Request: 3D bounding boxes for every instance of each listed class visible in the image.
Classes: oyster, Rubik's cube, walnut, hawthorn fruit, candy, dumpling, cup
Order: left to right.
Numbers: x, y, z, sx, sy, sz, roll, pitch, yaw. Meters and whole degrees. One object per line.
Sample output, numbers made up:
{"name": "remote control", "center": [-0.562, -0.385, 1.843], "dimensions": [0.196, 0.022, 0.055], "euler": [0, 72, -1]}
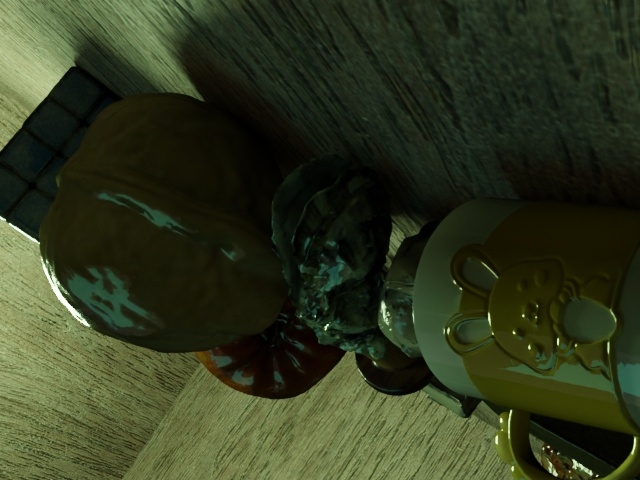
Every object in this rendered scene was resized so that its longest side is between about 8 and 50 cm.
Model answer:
{"name": "Rubik's cube", "center": [-0.507, -0.120, 1.311], "dimensions": [0.337, 0.345, 0.343], "euler": [38, 170, -15]}
{"name": "walnut", "center": [-0.200, -0.018, 0.838], "dimensions": [0.381, 0.381, 0.381], "euler": [32, 169, 7]}
{"name": "hawthorn fruit", "center": [-0.127, 0.163, 1.417], "dimensions": [0.402, 0.403, 0.403], "euler": [32, 169, 7]}
{"name": "oyster", "center": [0.031, 0.038, 0.753], "dimensions": [0.158, 0.162, 0.351], "euler": [-124, 13, -48]}
{"name": "candy", "center": [0.310, 0.326, 1.412], "dimensions": [0.184, 0.137, 0.195], "euler": [28, 166, 28]}
{"name": "dumpling", "center": [0.176, 0.071, 0.695], "dimensions": [0.204, 0.164, 0.293], "euler": [6, 167, 23]}
{"name": "cup", "center": [0.204, 0.083, 0.450], "dimensions": [0.185, 0.241, 0.226], "euler": [5, 178, -32]}

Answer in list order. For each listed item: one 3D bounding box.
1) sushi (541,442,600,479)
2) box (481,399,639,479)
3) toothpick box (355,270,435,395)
{"name": "sushi", "center": [0.500, 0.370, 0.993], "dimensions": [0.182, 0.196, 0.343], "euler": [50, 169, 19]}
{"name": "box", "center": [0.368, 0.228, 0.809], "dimensions": [0.273, 0.143, 0.184], "euler": [24, 166, 43]}
{"name": "toothpick box", "center": [0.120, 0.173, 1.107], "dimensions": [0.192, 0.192, 0.294], "euler": [24, 163, 42]}
